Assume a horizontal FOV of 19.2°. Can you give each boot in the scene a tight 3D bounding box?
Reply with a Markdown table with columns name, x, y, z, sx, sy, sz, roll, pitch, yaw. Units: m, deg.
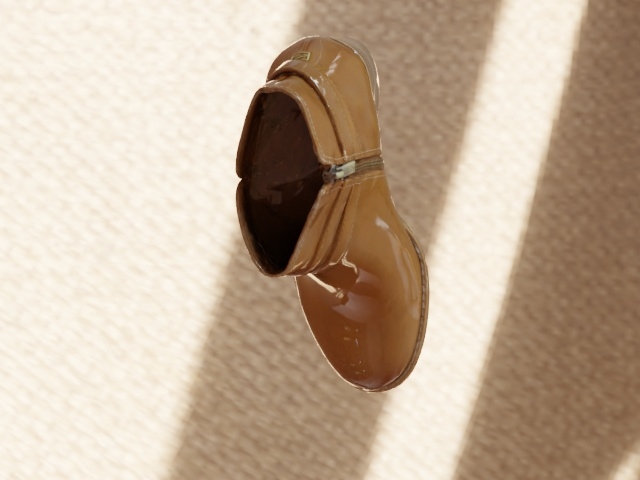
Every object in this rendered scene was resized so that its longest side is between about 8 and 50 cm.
| name | x | y | z | sx | sy | sz | roll | pitch | yaw |
| --- | --- | --- | --- | --- | --- | --- | --- | --- | --- |
| boot | 0.000 | 0.000 | 0.924 | 0.073 | 0.152 | 0.197 | -8 | 102 | 14 |
